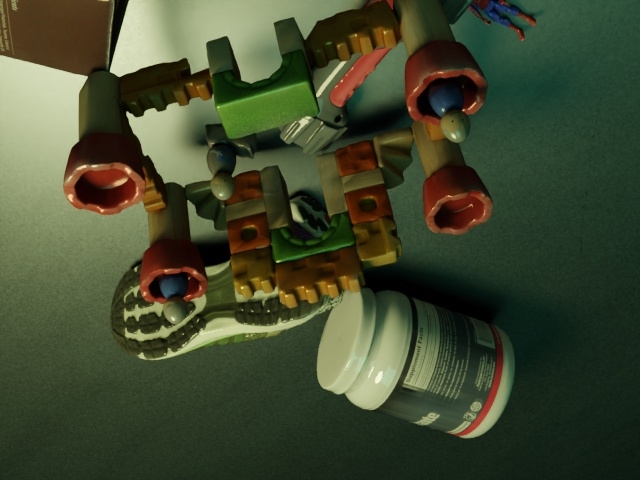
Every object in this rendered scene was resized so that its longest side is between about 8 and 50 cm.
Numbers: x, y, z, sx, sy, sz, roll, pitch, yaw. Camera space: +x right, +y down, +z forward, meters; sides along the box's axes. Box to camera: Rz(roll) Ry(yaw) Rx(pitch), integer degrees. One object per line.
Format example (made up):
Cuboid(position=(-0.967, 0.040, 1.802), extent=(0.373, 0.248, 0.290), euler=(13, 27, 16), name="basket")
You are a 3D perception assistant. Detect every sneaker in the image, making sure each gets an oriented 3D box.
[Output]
Cuboid(position=(0.000, 0.000, 1.315), extent=(0.071, 0.068, 0.170), euler=(-27, 118, 39), name="sneaker")
Cuboid(position=(-0.141, 0.109, 1.346), extent=(0.410, 0.158, 0.182), euler=(-10, 161, 25), name="sneaker")

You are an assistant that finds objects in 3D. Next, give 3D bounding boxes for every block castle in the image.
Cuboid(position=(-0.035, -0.077, 1.013), extent=(0.453, 0.213, 0.303), euler=(-14, 145, 4), name="block castle")

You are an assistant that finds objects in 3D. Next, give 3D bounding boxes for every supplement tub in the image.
Cuboid(position=(0.151, 0.191, 1.378), extent=(0.272, 0.191, 0.191), euler=(19, 127, -15), name="supplement tub")

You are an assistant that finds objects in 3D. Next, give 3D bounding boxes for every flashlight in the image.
Cuboid(position=(0.063, -0.229, 1.091), extent=(0.103, 0.103, 0.304), euler=(-8, 149, -48), name="flashlight")

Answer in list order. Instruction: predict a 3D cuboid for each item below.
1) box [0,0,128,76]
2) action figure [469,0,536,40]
Cuboid(position=(-0.311, -0.305, 0.944), extent=(0.203, 0.169, 0.167), euler=(13, 156, -11), name="box")
Cuboid(position=(0.215, -0.290, 1.083), extent=(0.115, 0.030, 0.038), euler=(25, 129, -17), name="action figure")
